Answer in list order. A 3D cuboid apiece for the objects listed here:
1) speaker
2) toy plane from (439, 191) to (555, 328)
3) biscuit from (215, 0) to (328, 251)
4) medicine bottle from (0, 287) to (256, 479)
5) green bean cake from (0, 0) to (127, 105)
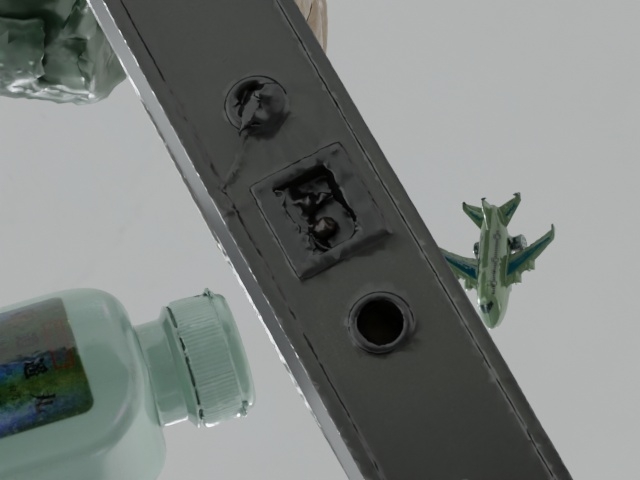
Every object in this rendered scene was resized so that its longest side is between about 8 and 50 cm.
[{"bbox_3d":[0.000,0.000,0.446,0.040,0.046,0.191,-27,-109,-5],"label":"speaker"},{"bbox_3d":[0.103,0.013,1.180,0.033,0.080,0.083,32,-125,-59],"label":"toy plane"},{"bbox_3d":[-0.026,-0.073,1.123,0.029,0.142,0.221,13,-56,12],"label":"biscuit"},{"bbox_3d":[-0.149,0.087,1.001,0.228,0.121,0.083,-17,-49,-8],"label":"medicine bottle"},{"bbox_3d":[-0.103,-0.241,0.711,0.169,0.308,0.300,10,-43,5],"label":"green bean cake"}]
